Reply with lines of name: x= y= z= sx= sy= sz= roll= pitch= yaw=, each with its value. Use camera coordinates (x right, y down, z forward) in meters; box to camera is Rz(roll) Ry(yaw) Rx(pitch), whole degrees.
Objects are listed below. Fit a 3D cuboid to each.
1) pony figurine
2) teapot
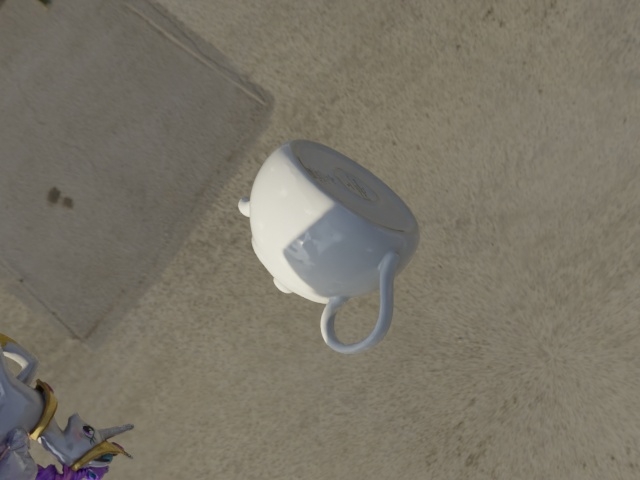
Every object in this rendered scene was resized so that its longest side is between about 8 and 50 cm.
pony figurine: x=-0.503 y=0.308 z=1.239 sx=0.363 sy=0.303 sz=0.351 roll=48 pitch=55 yaw=-9
teapot: x=0.000 y=0.000 z=1.109 sx=0.252 sy=0.256 sz=0.187 roll=34 pitch=110 yaw=-4
